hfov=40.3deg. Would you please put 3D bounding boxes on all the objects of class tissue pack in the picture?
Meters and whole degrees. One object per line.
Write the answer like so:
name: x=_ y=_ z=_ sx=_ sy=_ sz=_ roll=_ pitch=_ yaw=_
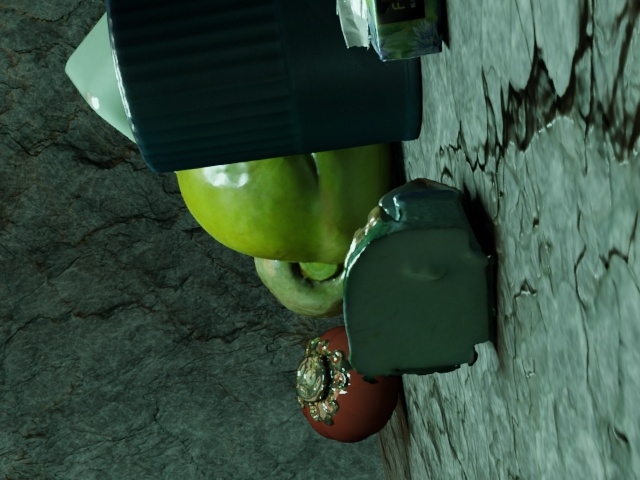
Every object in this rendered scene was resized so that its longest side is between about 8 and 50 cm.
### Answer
tissue pack: x=0.050 y=-0.209 z=0.690 sx=0.085 sy=0.079 sz=0.111 roll=-102 pitch=2 yaw=-58

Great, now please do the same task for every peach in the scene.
peach: x=-0.054 y=-0.114 z=1.183 sx=0.315 sy=0.282 sz=0.314 roll=154 pitch=106 yaw=-75

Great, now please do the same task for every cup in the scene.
cup: x=-0.060 y=-0.210 z=0.900 sx=0.308 sy=0.292 sz=0.242 roll=80 pitch=-179 yaw=-78

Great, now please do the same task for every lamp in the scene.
lamp: x=0.058 y=0.278 z=1.695 sx=0.227 sy=0.227 sz=0.227 roll=170 pitch=90 yaw=-89

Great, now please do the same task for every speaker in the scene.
speaker: x=-0.192 y=-0.206 z=1.370 sx=0.406 sy=0.184 sz=0.183 roll=40 pitch=-175 yaw=-48

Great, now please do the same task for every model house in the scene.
model house: x=0.077 y=0.014 z=0.727 sx=0.148 sy=0.119 sz=0.148 roll=-87 pitch=-11 yaw=-58

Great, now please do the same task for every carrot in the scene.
carrot: x=0.000 y=0.000 z=1.503 sx=0.340 sy=0.224 sz=0.224 roll=-96 pitch=-4 yaw=-79

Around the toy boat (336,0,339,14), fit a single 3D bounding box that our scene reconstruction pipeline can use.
toy boat: x=0.032 y=-0.246 z=0.743 sx=0.149 sy=0.034 sz=0.105 roll=42 pitch=-110 yaw=-45
